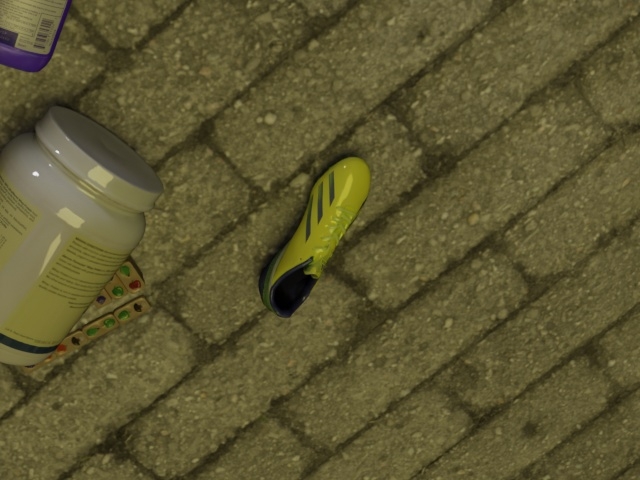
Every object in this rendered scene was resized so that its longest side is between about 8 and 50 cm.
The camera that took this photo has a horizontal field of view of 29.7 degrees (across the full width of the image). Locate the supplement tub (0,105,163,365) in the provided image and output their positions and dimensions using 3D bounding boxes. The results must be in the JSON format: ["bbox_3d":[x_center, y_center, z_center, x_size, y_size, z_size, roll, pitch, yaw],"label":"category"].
[{"bbox_3d":[-0.401,-0.007,1.740,0.235,0.235,0.325,33,103,-28],"label":"supplement tub"}]

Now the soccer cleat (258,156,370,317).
[{"bbox_3d":[0.001,0.001,1.927,0.093,0.121,0.289,26,109,-26],"label":"soccer cleat"}]

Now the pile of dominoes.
[{"bbox_3d":[-0.406,0.095,1.915,0.251,0.040,0.196,-28,122,1],"label":"pile of dominoes"}]

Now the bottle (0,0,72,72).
[{"bbox_3d":[-0.382,-0.372,1.628,0.118,0.092,0.283,15,113,-23],"label":"bottle"}]
